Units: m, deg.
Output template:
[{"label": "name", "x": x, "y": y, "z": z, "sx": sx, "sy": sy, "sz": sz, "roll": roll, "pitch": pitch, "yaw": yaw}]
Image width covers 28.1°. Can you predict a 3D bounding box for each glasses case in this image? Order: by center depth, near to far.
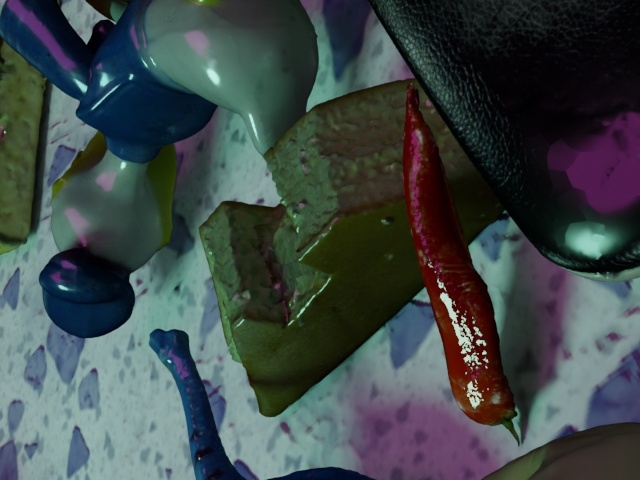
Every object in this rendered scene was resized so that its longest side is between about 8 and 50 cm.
[{"label": "glasses case", "x": 0.097, "y": -0.110, "z": 0.602, "sx": 0.122, "sy": 0.075, "sz": 0.314, "roll": -42, "pitch": 46, "yaw": 16}]

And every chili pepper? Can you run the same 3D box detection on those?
[{"label": "chili pepper", "x": 0.060, "y": 0.014, "z": 0.594, "sx": 0.045, "sy": 0.027, "sz": 0.178, "roll": -106, "pitch": 1, "yaw": -84}]

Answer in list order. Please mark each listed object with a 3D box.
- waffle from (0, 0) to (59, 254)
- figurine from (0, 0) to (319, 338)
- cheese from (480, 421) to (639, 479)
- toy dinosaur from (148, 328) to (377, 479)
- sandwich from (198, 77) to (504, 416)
[{"label": "waffle", "x": -0.316, "y": -0.088, "z": 1.131, "sx": 0.221, "sy": 0.055, "sz": 0.248, "roll": -18, "pitch": 64, "yaw": 48}, {"label": "figurine", "x": -0.131, "y": -0.098, "z": 0.798, "sx": 0.283, "sy": 0.204, "sz": 0.338, "roll": 32, "pitch": 111, "yaw": 38}, {"label": "cheese", "x": 0.020, "y": 0.216, "z": 0.466, "sx": 0.328, "sy": 0.129, "sz": 0.351, "roll": -54, "pitch": 6, "yaw": -26}, {"label": "toy dinosaur", "x": 0.004, "y": 0.167, "z": 0.619, "sx": 0.329, "sy": 0.076, "sz": 0.144, "roll": 27, "pitch": 99, "yaw": 39}, {"label": "sandwich", "x": 0.000, "y": 0.000, "z": 0.680, "sx": 0.244, "sy": 0.088, "sz": 0.090, "roll": -48, "pitch": 45, "yaw": 30}]
